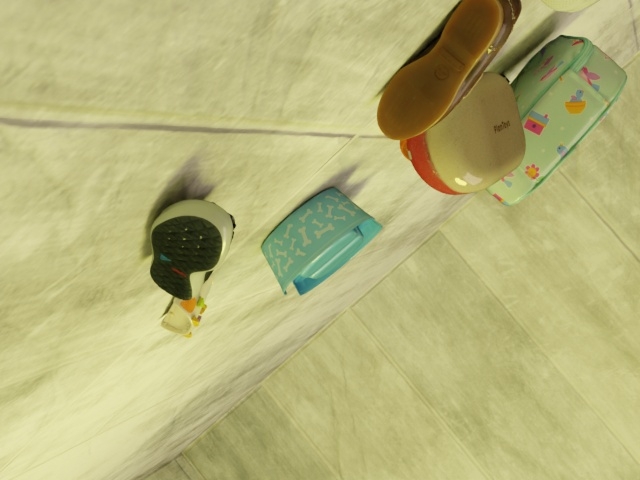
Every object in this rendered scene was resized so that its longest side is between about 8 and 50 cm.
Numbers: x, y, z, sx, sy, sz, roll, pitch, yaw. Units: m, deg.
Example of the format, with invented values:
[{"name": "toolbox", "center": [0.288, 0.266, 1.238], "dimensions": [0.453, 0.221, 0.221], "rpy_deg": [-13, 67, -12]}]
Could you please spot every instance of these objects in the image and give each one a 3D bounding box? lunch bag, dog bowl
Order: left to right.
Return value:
[{"name": "dog bowl", "center": [0.000, 0.000, 1.541], "dimensions": [0.166, 0.074, 0.297], "rpy_deg": [-41, 172, 4]}, {"name": "lunch bag", "center": [0.329, -0.189, 1.640], "dimensions": [0.279, 0.108, 0.224], "rpy_deg": [-48, -167, 9]}]

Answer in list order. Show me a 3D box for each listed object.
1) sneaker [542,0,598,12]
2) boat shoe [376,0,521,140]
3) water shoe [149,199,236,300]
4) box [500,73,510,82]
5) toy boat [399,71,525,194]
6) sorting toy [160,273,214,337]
[{"name": "sneaker", "center": [0.195, -0.270, 0.873], "dimensions": [0.169, 0.108, 0.292], "rpy_deg": [-35, 161, -20]}, {"name": "boat shoe", "center": [0.144, -0.189, 1.156], "dimensions": [0.207, 0.073, 0.073], "rpy_deg": [-45, 169, 36]}, {"name": "water shoe", "center": [-0.119, -0.010, 1.013], "dimensions": [0.080, 0.073, 0.203], "rpy_deg": [-60, -174, -26]}, {"name": "box", "center": [0.261, -0.226, 1.696], "dimensions": [0.067, 0.018, 0.083], "rpy_deg": [-35, 171, -31]}, {"name": "toy boat", "center": [0.178, -0.142, 1.454], "dimensions": [0.151, 0.151, 0.231], "rpy_deg": [-10, -170, 33]}, {"name": "sorting toy", "center": [-0.165, 0.080, 1.375], "dimensions": [0.075, 0.044, 0.083], "rpy_deg": [-58, -177, -32]}]
